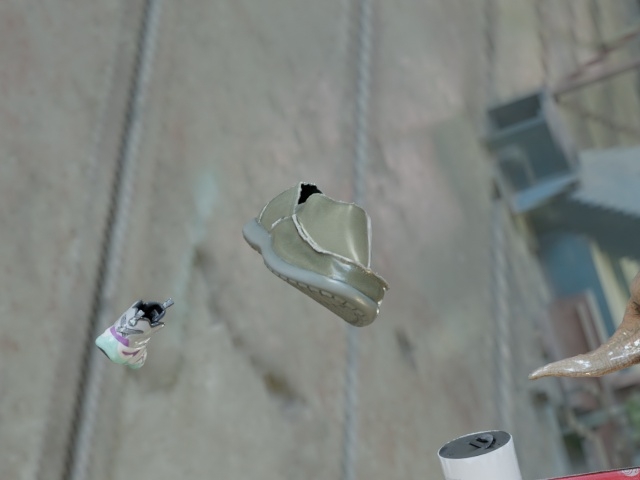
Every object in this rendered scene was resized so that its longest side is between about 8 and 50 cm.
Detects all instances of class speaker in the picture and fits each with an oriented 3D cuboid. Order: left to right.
[{"bbox_3d":[0.124,0.204,1.393,0.055,0.055,0.136,-46,124,-69],"label":"speaker"}]

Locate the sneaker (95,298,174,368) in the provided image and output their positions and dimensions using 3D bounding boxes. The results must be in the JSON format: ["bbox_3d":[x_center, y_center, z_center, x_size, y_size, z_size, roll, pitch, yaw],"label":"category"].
[{"bbox_3d":[-0.150,0.075,1.688,0.038,0.069,0.098,45,2,5],"label":"sneaker"}]

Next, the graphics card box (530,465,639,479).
[{"bbox_3d":[0.268,0.352,1.554,0.094,0.233,0.371,-89,169,-63],"label":"graphics card box"}]

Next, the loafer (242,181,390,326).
[{"bbox_3d":[0.000,0.000,1.719,0.094,0.087,0.251,34,2,-25],"label":"loafer"}]

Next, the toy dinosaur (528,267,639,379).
[{"bbox_3d":[0.292,0.021,1.463,0.127,0.296,0.200,44,22,-30],"label":"toy dinosaur"}]
